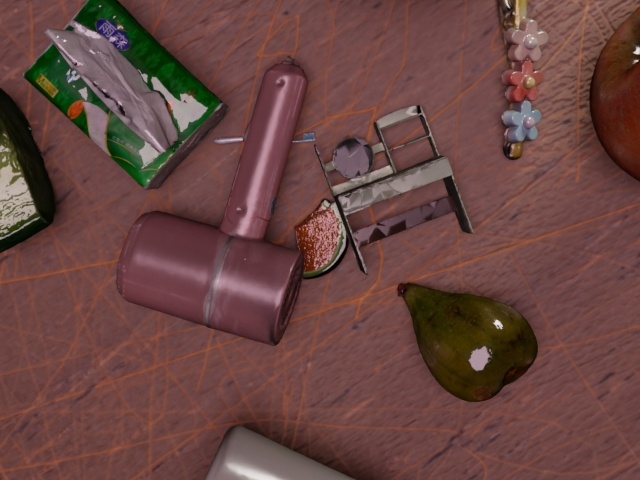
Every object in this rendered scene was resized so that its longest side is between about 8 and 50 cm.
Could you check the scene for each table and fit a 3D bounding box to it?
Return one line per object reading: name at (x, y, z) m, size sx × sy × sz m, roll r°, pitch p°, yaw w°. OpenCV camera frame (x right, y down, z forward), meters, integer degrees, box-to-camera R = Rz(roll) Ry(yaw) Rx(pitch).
table at (0.090, -0.066, 1.490) m, size 0.146 × 0.062 × 0.175 m, roll -21°, pitch 96°, yaw -5°

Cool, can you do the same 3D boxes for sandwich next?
sandwich at (0.003, -0.003, 1.530) m, size 0.069 × 0.026 × 0.101 m, roll -7°, pitch 92°, yaw 8°

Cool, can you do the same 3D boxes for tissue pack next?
tissue pack at (-0.240, -0.183, 1.459) m, size 0.209 × 0.156 × 0.148 m, roll 44°, pitch 94°, yaw -1°

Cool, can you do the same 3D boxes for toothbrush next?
toothbrush at (-0.072, -0.129, 1.527) m, size 0.131 × 0.011 × 0.013 m, roll -2°, pitch 108°, yaw 3°

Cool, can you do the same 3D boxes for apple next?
apple at (0.448, -0.172, 1.390) m, size 0.253 × 0.253 × 0.254 m, roll 0°, pitch 96°, yaw 3°

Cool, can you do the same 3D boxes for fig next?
fig at (0.183, 0.121, 1.507) m, size 0.133 × 0.185 × 0.126 m, roll -49°, pitch 130°, yaw 1°

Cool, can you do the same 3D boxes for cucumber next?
cucumber at (-0.419, -0.085, 1.475) m, size 0.130 × 0.191 × 0.191 m, roll -26°, pitch 94°, yaw 6°

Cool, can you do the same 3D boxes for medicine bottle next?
medicine bottle at (-0.002, 0.390, 1.475) m, size 0.339 × 0.208 × 0.208 m, roll 25°, pitch 96°, yaw 0°

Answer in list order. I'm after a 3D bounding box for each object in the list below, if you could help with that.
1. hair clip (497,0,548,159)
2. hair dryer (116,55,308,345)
hair clip at (0.251, -0.208, 1.484) m, size 0.062 × 0.056 × 0.214 m, roll -7°, pitch 96°, yaw -29°
hair dryer at (-0.104, -0.065, 1.485) m, size 0.210 × 0.125 × 0.353 m, roll 16°, pitch 88°, yaw 8°
